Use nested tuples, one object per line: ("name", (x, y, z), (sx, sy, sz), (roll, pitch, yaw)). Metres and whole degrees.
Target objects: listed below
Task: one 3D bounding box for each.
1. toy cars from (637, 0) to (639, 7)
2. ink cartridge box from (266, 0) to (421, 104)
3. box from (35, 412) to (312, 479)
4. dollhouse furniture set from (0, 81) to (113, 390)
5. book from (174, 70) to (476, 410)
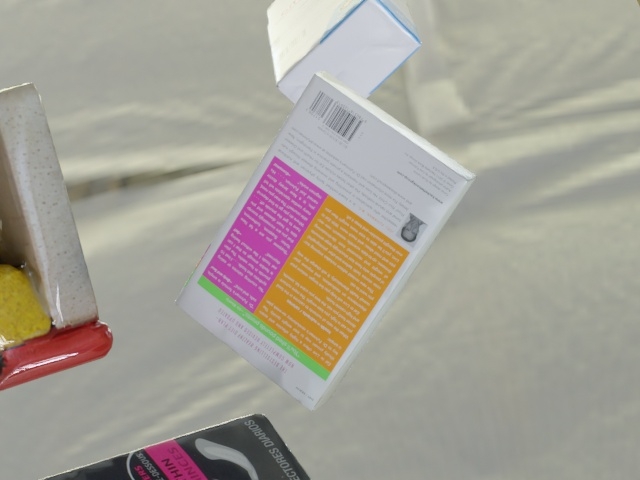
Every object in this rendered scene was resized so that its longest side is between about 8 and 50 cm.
("toy cars", (0.332, -0.106, 1.395), (0.087, 0.176, 0.393), (-31, -108, -9))
("ink cartridge box", (0.015, -0.169, 1.564), (0.104, 0.060, 0.180), (-43, -159, 15))
("box", (-0.109, 0.214, 0.981), (0.270, 0.143, 0.165), (-14, -123, -47))
("dollhouse furniture set", (-0.250, 0.086, 0.494), (0.374, 0.152, 0.201), (-16, -176, -26))
("book", (0.000, 0.000, 1.009), (0.096, 0.144, 0.035), (36, -163, 10))
